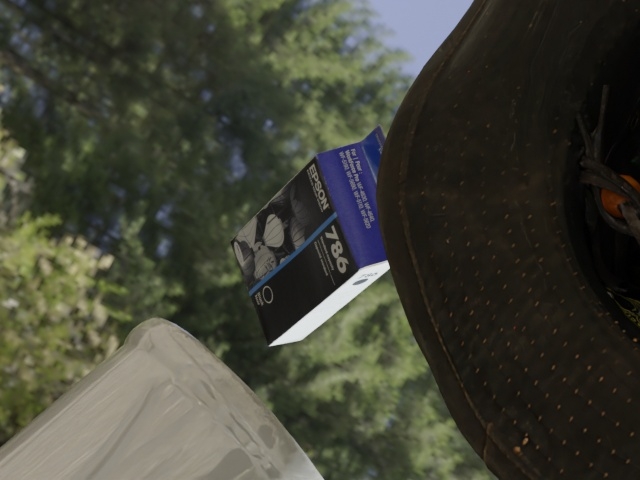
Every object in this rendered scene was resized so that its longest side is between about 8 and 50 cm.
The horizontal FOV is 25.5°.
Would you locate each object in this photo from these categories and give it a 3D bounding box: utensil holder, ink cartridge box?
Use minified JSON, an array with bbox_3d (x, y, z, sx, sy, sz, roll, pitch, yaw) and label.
[{"bbox_3d":[-0.208,0.314,1.353,0.385,0.328,0.327,-39,-145,-18],"label":"utensil holder"},{"bbox_3d":[0.000,0.000,1.814,0.332,0.065,0.165,-43,-117,50],"label":"ink cartridge box"}]

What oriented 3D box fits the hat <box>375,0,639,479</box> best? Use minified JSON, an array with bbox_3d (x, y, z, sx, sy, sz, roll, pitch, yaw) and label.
[{"bbox_3d":[0.195,-0.020,0.521,0.331,0.134,0.331,-8,-112,22],"label":"hat"}]
